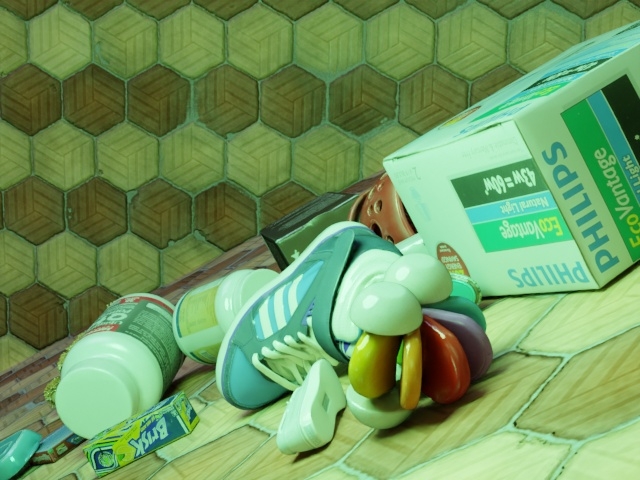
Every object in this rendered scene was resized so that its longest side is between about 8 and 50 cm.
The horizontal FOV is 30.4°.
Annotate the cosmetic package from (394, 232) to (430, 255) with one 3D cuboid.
[{"bbox_3d":[0.075,0.080,1.707,0.239,0.099,0.060,-28,7,17],"label":"cosmetic package"}]

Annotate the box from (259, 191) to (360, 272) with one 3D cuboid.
[{"bbox_3d":[0.000,0.000,2.444,0.191,0.143,0.381,-30,5,-5],"label":"box"}]

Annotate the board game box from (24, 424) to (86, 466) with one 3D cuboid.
[{"bbox_3d":[-0.423,0.332,2.216,0.281,0.027,0.145,-35,10,-37],"label":"board game box"}]

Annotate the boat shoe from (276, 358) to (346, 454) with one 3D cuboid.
[{"bbox_3d":[-0.014,0.200,1.391,0.063,0.066,0.184,-27,17,15],"label":"boat shoe"}]

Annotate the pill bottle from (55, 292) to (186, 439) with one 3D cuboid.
[{"bbox_3d":[-0.345,0.221,2.047,0.176,0.176,0.318,-28,11,14],"label":"pill bottle"}]

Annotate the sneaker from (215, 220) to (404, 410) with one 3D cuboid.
[{"bbox_3d":[-0.004,0.133,1.539,0.323,0.130,0.236,-50,27,6],"label":"sneaker"}]

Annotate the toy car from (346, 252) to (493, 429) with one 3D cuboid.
[{"bbox_3d":[0.111,0.113,1.246,0.136,0.159,0.182,14,29,26],"label":"toy car"}]

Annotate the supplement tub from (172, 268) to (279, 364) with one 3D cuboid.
[{"bbox_3d":[-0.150,0.132,2.059,0.200,0.144,0.144,-22,10,46],"label":"supplement tub"}]

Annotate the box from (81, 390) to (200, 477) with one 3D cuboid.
[{"bbox_3d":[-0.269,0.291,1.771,0.169,0.054,0.059,-28,7,14],"label":"box"}]

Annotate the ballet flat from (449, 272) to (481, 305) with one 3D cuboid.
[{"bbox_3d":[0.144,0.082,1.566,0.188,0.070,0.070,-22,10,38],"label":"ballet flat"}]

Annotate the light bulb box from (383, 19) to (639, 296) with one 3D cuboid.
[{"bbox_3d":[0.335,-0.112,1.512,0.361,0.225,0.358,-31,7,-21],"label":"light bulb box"}]

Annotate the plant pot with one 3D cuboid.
[{"bbox_3d":[0.150,-0.027,1.828,0.191,0.191,0.174,-34,2,-34],"label":"plant pot"}]

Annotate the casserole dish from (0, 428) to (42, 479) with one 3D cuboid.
[{"bbox_3d":[-0.587,0.405,2.168,0.188,0.037,0.114,-32,19,35],"label":"casserole dish"}]

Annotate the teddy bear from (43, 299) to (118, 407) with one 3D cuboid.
[{"bbox_3d":[-0.501,0.245,2.615,0.338,0.113,0.245,-49,-18,-47],"label":"teddy bear"}]
